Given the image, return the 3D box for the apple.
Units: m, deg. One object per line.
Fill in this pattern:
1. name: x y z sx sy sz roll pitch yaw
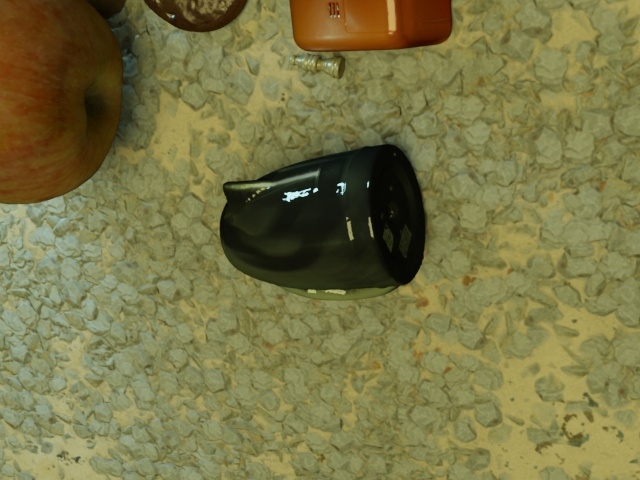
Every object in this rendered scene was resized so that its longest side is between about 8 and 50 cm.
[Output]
1. apple: -0.512 -0.255 1.389 0.346 0.391 0.391 8 115 1

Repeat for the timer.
1. timer: 0.050 -0.413 1.273 0.250 0.161 0.257 8 115 33

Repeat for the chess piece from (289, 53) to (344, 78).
1. chess piece: -0.008 -0.290 1.384 0.092 0.035 0.035 14 116 18

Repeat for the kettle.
1. kettle: 0.000 0.000 1.422 0.324 0.228 0.321 -6 141 27

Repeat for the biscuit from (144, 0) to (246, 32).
1. biscuit: -0.212 -0.445 1.388 0.212 0.036 0.212 7 115 16

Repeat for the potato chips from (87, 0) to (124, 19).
1. potato chips: -0.399 -0.470 1.438 0.150 0.049 0.202 26 124 14
